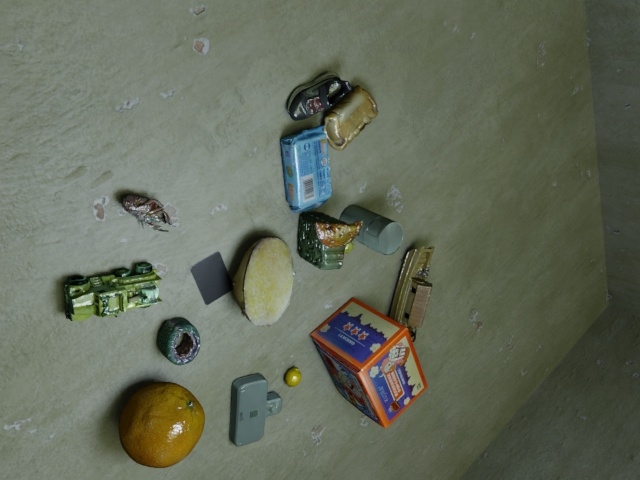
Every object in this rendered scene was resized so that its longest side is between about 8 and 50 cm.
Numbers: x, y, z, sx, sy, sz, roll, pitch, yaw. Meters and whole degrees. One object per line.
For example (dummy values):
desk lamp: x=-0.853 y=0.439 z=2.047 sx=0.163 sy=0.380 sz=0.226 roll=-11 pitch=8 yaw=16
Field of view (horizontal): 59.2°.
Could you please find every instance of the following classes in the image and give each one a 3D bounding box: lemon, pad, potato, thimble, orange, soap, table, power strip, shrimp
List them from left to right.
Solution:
shrimp: x=-0.479 y=-0.076 z=1.594 sx=0.190 sy=0.075 sz=0.073 roll=40 pitch=48 yaw=-51
orange: x=-0.478 y=0.555 z=1.708 sx=0.264 sy=0.264 sz=0.264 roll=-15 pitch=116 yaw=-34
thimble: x=-0.439 y=0.315 z=1.762 sx=0.119 sy=0.090 sz=0.135 roll=-1 pitch=105 yaw=-41
pad: x=-0.348 y=0.123 z=1.818 sx=0.112 sy=0.003 sz=0.157 roll=-32 pitch=125 yaw=-26
power strip: x=-0.233 y=0.613 z=2.061 sx=0.194 sy=0.059 sz=0.264 roll=-5 pitch=110 yaw=-33
potato: x=-0.197 y=0.131 z=1.871 sx=0.239 sy=0.116 sz=0.298 roll=2 pitch=94 yaw=-46
lemon: x=-0.103 y=0.516 z=2.127 sx=0.062 sy=0.062 sz=0.083 roll=16 pitch=96 yaw=-41
soap: x=-0.045 y=-0.233 z=1.873 sx=0.156 sy=0.077 sz=0.293 roll=-22 pitch=120 yaw=-32
table: x=0.181 y=-0.040 z=2.034 sx=0.127 sy=0.220 sz=0.126 roll=-17 pitch=119 yaw=-34

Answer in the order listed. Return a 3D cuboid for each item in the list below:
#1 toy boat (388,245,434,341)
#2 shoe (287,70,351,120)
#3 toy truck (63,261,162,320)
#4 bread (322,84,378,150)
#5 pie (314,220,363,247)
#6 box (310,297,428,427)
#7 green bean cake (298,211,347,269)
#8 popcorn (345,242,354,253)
toy boat: x=0.382 y=0.227 z=2.338 sx=0.136 sy=0.162 sz=0.444 roll=1 pitch=106 yaw=-36
shoe: x=0.000 y=-0.459 z=1.799 sx=0.227 sy=0.112 sz=0.099 roll=-42 pitch=129 yaw=-21
toy truck: x=-0.568 y=0.153 z=1.567 sx=0.260 sy=0.135 sz=0.128 roll=-7 pitch=111 yaw=-33
bread: x=0.096 y=-0.420 z=1.913 sx=0.225 sy=0.081 sz=0.134 roll=-45 pitch=124 yaw=-14
pie: x=0.062 y=-0.019 z=1.837 sx=0.191 sy=0.033 sz=0.088 roll=-3 pitch=110 yaw=-32
box: x=0.183 y=0.467 z=2.167 sx=0.257 sy=0.319 sz=0.348 roll=-37 pitch=127 yaw=-20
green bean cake: x=0.000 y=0.000 z=1.931 sx=0.094 sy=0.181 sz=0.173 roll=-7 pitch=114 yaw=-35
popcorn: x=0.084 y=0.014 z=2.088 sx=0.083 sy=0.068 sz=0.059 roll=24 pitch=63 yaw=-6
